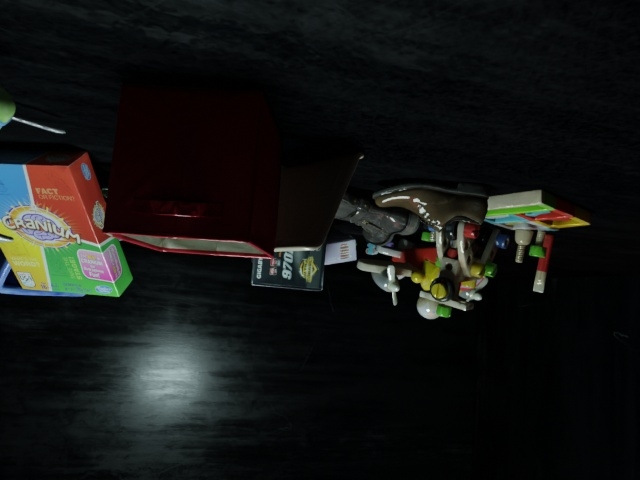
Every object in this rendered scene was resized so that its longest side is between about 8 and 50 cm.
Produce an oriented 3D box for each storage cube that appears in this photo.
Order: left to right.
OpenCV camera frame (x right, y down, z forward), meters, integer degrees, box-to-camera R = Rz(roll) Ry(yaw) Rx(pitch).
[{"bbox_3d":[-0.160,-0.083,0.672,0.184,0.192,0.215,4,173,4],"label":"storage cube"}]

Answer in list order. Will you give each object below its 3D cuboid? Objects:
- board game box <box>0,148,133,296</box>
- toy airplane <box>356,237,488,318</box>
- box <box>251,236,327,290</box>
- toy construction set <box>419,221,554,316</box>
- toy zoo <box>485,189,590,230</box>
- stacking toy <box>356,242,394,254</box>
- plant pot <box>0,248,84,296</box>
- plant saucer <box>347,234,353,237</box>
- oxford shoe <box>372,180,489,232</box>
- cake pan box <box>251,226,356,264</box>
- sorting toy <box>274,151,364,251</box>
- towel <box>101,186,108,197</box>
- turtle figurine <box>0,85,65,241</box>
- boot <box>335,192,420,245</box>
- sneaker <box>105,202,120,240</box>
[{"bbox_3d":[-0.551,-0.030,1.000,0.243,0.316,0.064,3,-144,10],"label":"board game box"},{"bbox_3d":[0.338,0.114,1.570,0.387,0.272,0.384,2,173,18],"label":"toy airplane"},{"bbox_3d":[-0.074,0.009,1.208,0.175,0.220,0.051,7,175,-10],"label":"box"},{"bbox_3d":[0.382,0.076,1.177,0.309,0.237,0.257,10,179,15],"label":"toy construction set"},{"bbox_3d":[0.472,-0.059,1.104,0.293,0.030,0.192,11,170,-40],"label":"toy zoo"},{"bbox_3d":[0.226,0.034,1.866,0.167,0.052,0.221,11,171,-39],"label":"stacking toy"},{"bbox_3d":[-0.691,-0.014,1.235,0.212,0.235,0.236,43,-165,30],"label":"plant pot"},{"bbox_3d":[0.000,0.000,1.793,0.241,0.037,0.241,4,172,1],"label":"plant saucer"},{"bbox_3d":[0.214,-0.066,0.962,0.228,0.096,0.083,5,174,11],"label":"oxford shoe"},{"bbox_3d":[-0.064,0.016,1.376,0.267,0.070,0.246,-8,-167,-19],"label":"cake pan box"},{"bbox_3d":[-0.033,-0.057,0.816,0.193,0.208,0.038,-3,140,44],"label":"sorting toy"},{"bbox_3d":[-0.252,-0.077,1.049,0.248,0.038,0.325,14,-170,35],"label":"towel"},{"bbox_3d":[-0.490,-0.121,0.570,0.267,0.197,0.275,10,168,-12],"label":"turtle figurine"},{"bbox_3d":[0.086,-0.064,1.157,0.229,0.091,0.263,12,166,-17],"label":"boot"},{"bbox_3d":[-0.614,-0.046,1.518,0.297,0.111,0.131,10,171,-35],"label":"sneaker"}]
